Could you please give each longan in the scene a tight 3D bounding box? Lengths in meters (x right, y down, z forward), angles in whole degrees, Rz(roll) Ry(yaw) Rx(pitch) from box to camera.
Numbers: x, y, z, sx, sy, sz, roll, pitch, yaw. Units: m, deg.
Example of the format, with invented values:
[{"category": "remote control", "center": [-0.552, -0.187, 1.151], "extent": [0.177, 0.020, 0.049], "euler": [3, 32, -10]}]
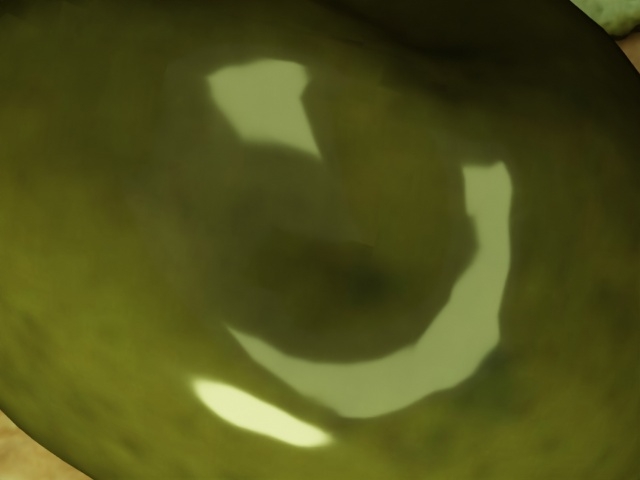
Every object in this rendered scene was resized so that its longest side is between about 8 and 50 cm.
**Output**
[{"category": "longan", "center": [0.000, 0.000, 0.784], "extent": [0.350, 0.288, 0.288], "euler": [19, 98, -9]}]
